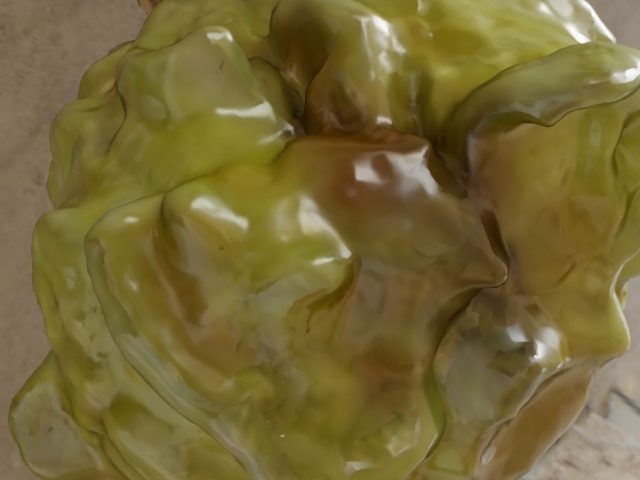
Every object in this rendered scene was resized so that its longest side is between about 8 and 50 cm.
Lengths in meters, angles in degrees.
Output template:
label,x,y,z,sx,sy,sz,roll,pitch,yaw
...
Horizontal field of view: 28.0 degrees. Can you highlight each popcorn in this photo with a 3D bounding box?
label,x,y,z,sx,sy,sz,roll,pitch,yaw
popcorn,0.007,0.001,0.427,0.235,0.216,0.181,-38,119,-25

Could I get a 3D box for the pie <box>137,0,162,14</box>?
label,x,y,z,sx,sy,sz,roll,pitch,yaw
pie,-0.059,-0.140,0.708,0.092,0.315,0.315,-42,145,-1
